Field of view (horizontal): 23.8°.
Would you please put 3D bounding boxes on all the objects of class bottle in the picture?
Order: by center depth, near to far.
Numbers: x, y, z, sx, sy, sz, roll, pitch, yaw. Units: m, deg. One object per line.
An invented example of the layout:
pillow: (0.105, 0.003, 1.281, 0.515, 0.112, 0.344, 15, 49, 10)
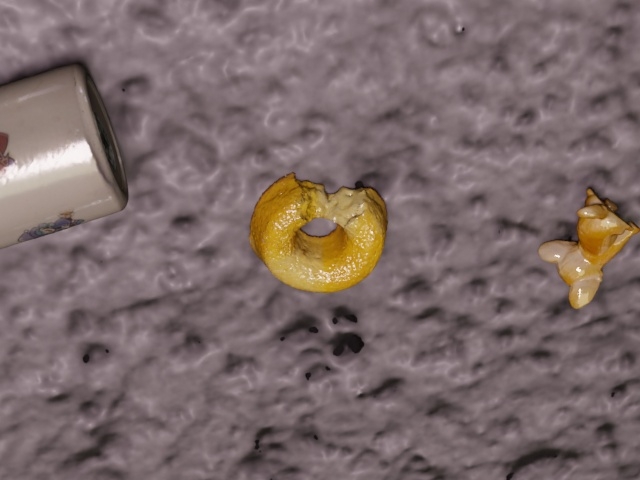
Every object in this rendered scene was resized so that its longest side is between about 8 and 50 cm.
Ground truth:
bottle: (-0.258, -0.038, 1.050, 0.233, 0.110, 0.110, -18, 124, 0)

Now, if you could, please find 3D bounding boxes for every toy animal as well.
toy animal: (0.209, 0.007, 1.204, 0.083, 0.060, 0.081, -51, 157, 19)

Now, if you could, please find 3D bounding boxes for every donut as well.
donut: (0.000, 0.000, 1.168, 0.108, 0.043, 0.097, 4, 120, -9)
